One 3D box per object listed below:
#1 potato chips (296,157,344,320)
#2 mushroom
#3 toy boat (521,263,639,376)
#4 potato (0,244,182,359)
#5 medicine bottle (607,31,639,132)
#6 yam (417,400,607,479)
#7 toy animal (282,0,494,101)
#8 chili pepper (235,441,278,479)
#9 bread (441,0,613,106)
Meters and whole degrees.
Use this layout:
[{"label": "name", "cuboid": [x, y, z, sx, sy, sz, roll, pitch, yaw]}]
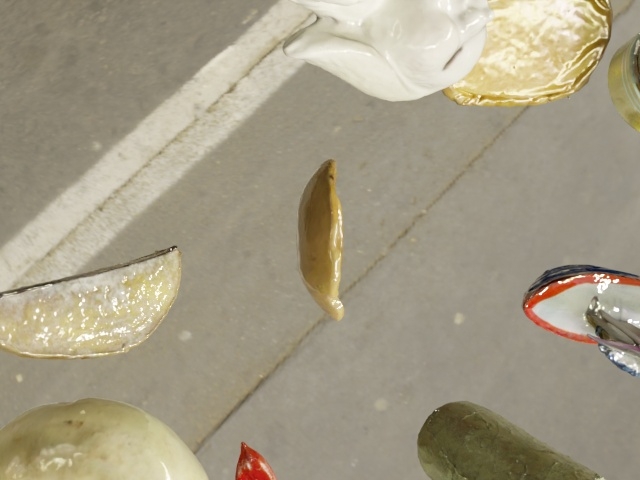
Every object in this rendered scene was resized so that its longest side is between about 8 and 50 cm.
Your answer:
[{"label": "potato chips", "cuboid": [-0.001, -0.001, 1.125, 0.062, 0.195, 0.208, 0, 83, 1]}, {"label": "mushroom", "cuboid": [-0.257, 0.355, 1.081, 0.315, 0.356, 0.315, -30, 135, -36]}, {"label": "toy boat", "cuboid": [0.328, 0.094, 0.770, 0.219, 0.318, 0.071, -1, 110, -39]}, {"label": "potato", "cuboid": [-0.269, 0.086, 0.951, 0.261, 0.120, 0.100, -15, 87, -43]}, {"label": "medicine bottle", "cuboid": [0.502, -0.241, 1.066, 0.151, 0.322, 0.151, 3, 78, -16]}, {"label": "yam", "cuboid": [0.305, 0.381, 1.427, 0.168, 0.304, 0.168, -9, 108, -30]}, {"label": "toy animal", "cuboid": [0.081, -0.285, 1.022, 0.265, 0.206, 0.271, 33, 67, -35]}, {"label": "chili pepper", "cuboid": [-0.055, 0.304, 0.932, 0.050, 0.059, 0.191, -11, 80, -48]}, {"label": "bread", "cuboid": [0.261, -0.299, 1.229, 0.254, 0.142, 0.227, 3, 134, -10]}]
